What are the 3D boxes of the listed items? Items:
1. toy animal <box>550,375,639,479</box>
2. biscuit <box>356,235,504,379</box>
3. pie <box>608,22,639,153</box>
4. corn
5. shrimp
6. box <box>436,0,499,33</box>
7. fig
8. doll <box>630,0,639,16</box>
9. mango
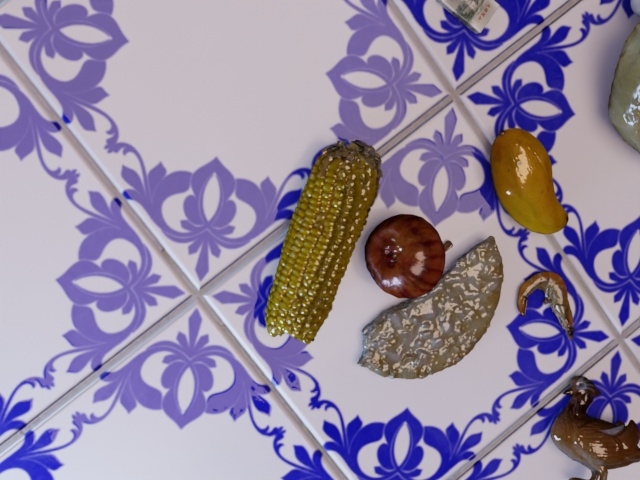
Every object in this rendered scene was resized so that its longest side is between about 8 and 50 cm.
[{"bbox_3d":[0.468,0.319,1.575,0.188,0.089,0.179,9,79,-9],"label":"toy animal"},{"bbox_3d":[0.189,0.128,1.506,0.290,0.038,0.141,-37,104,-5],"label":"biscuit"},{"bbox_3d":[0.594,-0.235,1.457,0.315,0.092,0.315,0,129,1],"label":"pie"},{"bbox_3d":[0.000,0.000,1.415,0.115,0.115,0.318,20,91,-14],"label":"corn"},{"bbox_3d":[0.369,0.113,1.553,0.091,0.025,0.127,-30,98,-8],"label":"shrimp"},{"bbox_3d":[0.225,-0.363,1.466,0.083,0.024,0.054,36,86,-14],"label":"box"},{"bbox_3d":[0.131,0.015,1.450,0.128,0.150,0.128,7,120,12],"label":"fig"},{"bbox_3d":[0.722,-0.435,1.488,0.366,0.187,0.376,32,112,-6],"label":"doll"},{"bbox_3d":[0.320,-0.089,1.495,0.098,0.075,0.190,-29,108,-3],"label":"mango"}]
